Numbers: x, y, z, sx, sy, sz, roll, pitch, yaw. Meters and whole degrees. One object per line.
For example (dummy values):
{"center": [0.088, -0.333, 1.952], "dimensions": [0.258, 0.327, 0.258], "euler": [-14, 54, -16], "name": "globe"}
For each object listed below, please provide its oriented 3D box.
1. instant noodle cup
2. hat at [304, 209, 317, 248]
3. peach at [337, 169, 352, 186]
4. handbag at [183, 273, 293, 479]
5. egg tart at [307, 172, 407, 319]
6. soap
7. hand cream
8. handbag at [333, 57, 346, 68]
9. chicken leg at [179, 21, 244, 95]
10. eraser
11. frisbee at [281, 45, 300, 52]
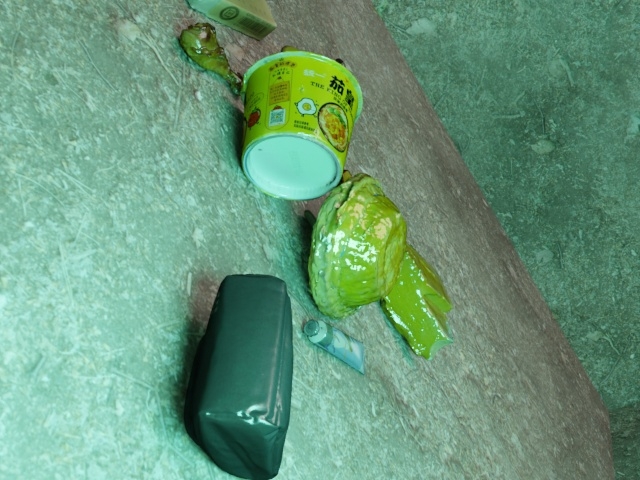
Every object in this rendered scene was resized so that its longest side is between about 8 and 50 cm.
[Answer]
{"center": [-0.060, -0.271, 1.607], "dimensions": [0.325, 0.326, 0.254], "euler": [38, 45, -38], "name": "instant noodle cup"}
{"center": [0.000, 0.000, 1.704], "dimensions": [0.147, 0.085, 0.175], "euler": [30, 16, -50], "name": "hat"}
{"center": [0.080, -0.183, 2.013], "dimensions": [0.083, 0.050, 0.077], "euler": [3, 85, -49], "name": "peach"}
{"center": [-0.142, 0.247, 1.128], "dimensions": [0.178, 0.275, 0.301], "euler": [6, 48, -4], "name": "handbag"}
{"center": [0.111, 0.023, 1.604], "dimensions": [0.388, 0.169, 0.387], "euler": [-34, 130, -54], "name": "egg tart"}
{"center": [0.233, 0.139, 1.849], "dimensions": [0.339, 0.169, 0.304], "euler": [41, 23, -33], "name": "soap"}
{"center": [0.044, 0.252, 1.551], "dimensions": [0.256, 0.055, 0.088], "euler": [40, 37, -47], "name": "hand cream"}
{"center": [0.077, -0.548, 2.310], "dimensions": [0.216, 0.074, 0.203], "euler": [59, 24, -12], "name": "handbag"}
{"center": [-0.270, -0.467, 1.664], "dimensions": [0.251, 0.087, 0.107], "euler": [43, 52, -43], "name": "chicken leg"}
{"center": [-0.271, -0.711, 1.883], "dimensions": [0.343, 0.078, 0.144], "euler": [-2, 65, -60], "name": "eraser"}
{"center": [-0.053, -0.569, 2.190], "dimensions": [0.236, 0.017, 0.236], "euler": [41, 34, -35], "name": "frisbee"}
